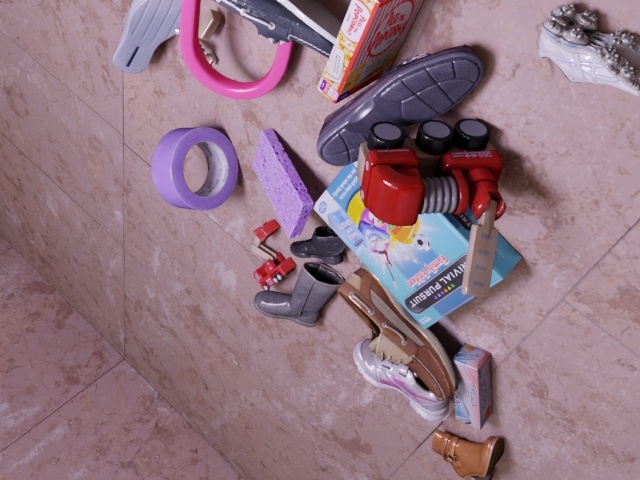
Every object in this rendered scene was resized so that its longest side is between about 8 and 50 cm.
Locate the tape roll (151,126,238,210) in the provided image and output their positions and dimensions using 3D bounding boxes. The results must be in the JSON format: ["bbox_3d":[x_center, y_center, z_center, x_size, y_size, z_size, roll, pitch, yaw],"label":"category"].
[{"bbox_3d":[-0.286,-0.164,1.462,0.080,0.189,0.188,7,125,43],"label":"tape roll"}]

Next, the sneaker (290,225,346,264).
[{"bbox_3d":[-0.002,0.001,1.423,0.170,0.051,0.089,14,130,33],"label":"sneaker"}]

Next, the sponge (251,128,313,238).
[{"bbox_3d":[-0.083,-0.121,1.354,0.210,0.031,0.117,62,149,25],"label":"sponge"}]

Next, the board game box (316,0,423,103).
[{"bbox_3d":[0.082,-0.316,0.977,0.045,0.147,0.193,43,144,12],"label":"board game box"}]

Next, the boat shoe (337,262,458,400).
[{"bbox_3d":[0.152,0.199,1.330,0.324,0.120,0.122,54,165,9],"label":"boat shoe"}]

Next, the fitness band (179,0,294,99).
[{"bbox_3d":[-0.150,-0.385,1.161,0.209,0.054,0.290,14,139,-5],"label":"fitness band"}]

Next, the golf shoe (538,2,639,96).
[{"bbox_3d":[0.365,-0.233,0.835,0.176,0.069,0.086,42,163,17],"label":"golf shoe"}]

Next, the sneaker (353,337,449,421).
[{"bbox_3d":[0.191,0.289,1.429,0.252,0.103,0.111,30,138,14],"label":"sneaker"}]

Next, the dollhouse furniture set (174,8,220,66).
[{"bbox_3d":[-0.244,-0.435,1.318,0.114,0.091,0.081,-48,66,25],"label":"dollhouse furniture set"}]

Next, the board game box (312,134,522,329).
[{"bbox_3d":[0.166,-0.019,1.200,0.336,0.079,0.254,48,144,5],"label":"board game box"}]

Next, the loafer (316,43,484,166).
[{"bbox_3d":[0.113,-0.231,1.026,0.303,0.095,0.109,-29,135,30],"label":"loafer"}]

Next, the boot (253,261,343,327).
[{"bbox_3d":[-0.058,0.123,1.535,0.190,0.076,0.208,15,147,-4],"label":"boot"}]

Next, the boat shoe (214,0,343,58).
[{"bbox_3d":[-0.078,-0.377,1.042,0.303,0.114,0.091,36,120,-7],"label":"boat shoe"}]

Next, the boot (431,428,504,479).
[{"bbox_3d":[0.329,0.477,1.460,0.152,0.073,0.197,33,138,29],"label":"boot"}]

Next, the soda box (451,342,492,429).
[{"bbox_3d":[0.318,0.307,1.334,0.063,0.058,0.183,17,131,37],"label":"soda box"}]

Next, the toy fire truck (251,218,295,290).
[{"bbox_3d":[-0.131,0.040,1.593,0.135,0.047,0.192,51,145,1],"label":"toy fire truck"}]

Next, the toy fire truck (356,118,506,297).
[{"bbox_3d":[0.181,-0.050,0.973,0.158,0.217,0.246,97,165,-44],"label":"toy fire truck"}]

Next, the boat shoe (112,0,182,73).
[{"bbox_3d":[-0.369,-0.474,1.364,0.302,0.109,0.094,-28,57,46],"label":"boat shoe"}]
